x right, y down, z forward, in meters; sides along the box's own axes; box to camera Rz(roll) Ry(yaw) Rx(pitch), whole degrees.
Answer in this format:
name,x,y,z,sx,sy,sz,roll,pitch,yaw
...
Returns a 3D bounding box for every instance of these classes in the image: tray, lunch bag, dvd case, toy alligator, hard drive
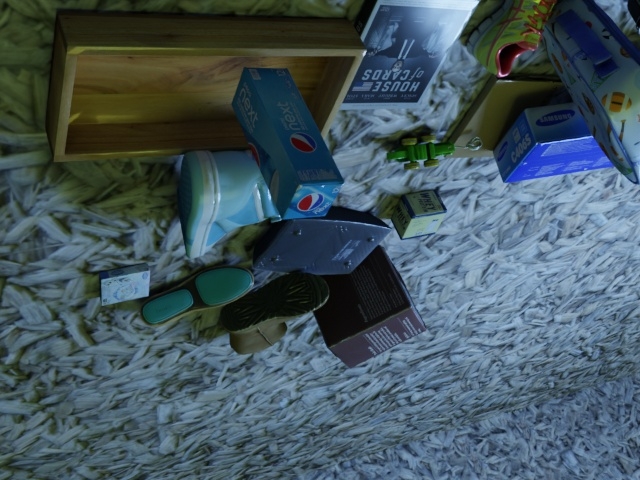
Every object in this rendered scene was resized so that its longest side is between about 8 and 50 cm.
name,x,y,z,sx,sy,sz,roll,pitch,yaw
tray,-0.159,-0.214,1.133,0.411,0.076,0.202,-7,146,-28
lunch bag,0.455,-0.245,1.271,0.115,0.303,0.243,-31,134,13
dvd case,0.120,-0.294,1.246,0.179,0.029,0.238,-6,145,-28
toy alligator,0.201,-0.165,1.488,0.190,0.056,0.051,-10,-172,-18
hard drive,0.000,0.000,1.604,0.255,0.054,0.172,4,140,-40

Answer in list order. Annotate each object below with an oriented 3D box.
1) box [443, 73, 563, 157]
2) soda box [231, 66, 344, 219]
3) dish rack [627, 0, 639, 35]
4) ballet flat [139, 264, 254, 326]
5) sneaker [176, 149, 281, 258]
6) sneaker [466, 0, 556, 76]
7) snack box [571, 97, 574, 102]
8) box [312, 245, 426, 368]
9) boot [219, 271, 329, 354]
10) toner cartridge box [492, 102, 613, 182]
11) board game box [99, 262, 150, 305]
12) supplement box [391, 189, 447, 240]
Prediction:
name,x,y,z,sx,sy,sz,roll,pitch,yaw
box,0.336,-0.229,1.510,0.165,0.021,0.201,-5,146,-29
soda box,-0.047,-0.130,1.060,0.067,0.210,0.071,-5,145,-29
dish rack,0.633,-0.458,1.302,0.208,0.074,0.271,-10,147,-24
ballet flat,-0.244,0.105,1.602,0.232,0.080,0.073,-18,178,-5
sneaker,-0.117,-0.056,1.286,0.208,0.127,0.319,-8,170,-15
sneaker,0.321,-0.338,1.251,0.082,0.094,0.208,3,139,-36
snack box,0.552,-0.283,1.502,0.100,0.037,0.141,-14,171,-37
box,0.100,0.151,1.802,0.203,0.167,0.168,-27,151,5
boot,-0.095,0.159,1.724,0.236,0.089,0.269,-15,162,-3
toner cartridge box,0.519,-0.197,1.529,0.348,0.075,0.165,-9,159,-14
board game box,-0.365,0.082,1.511,0.090,0.020,0.090,-10,147,-21
supplement box,0.201,-0.052,1.661,0.083,0.056,0.083,-11,148,-22
